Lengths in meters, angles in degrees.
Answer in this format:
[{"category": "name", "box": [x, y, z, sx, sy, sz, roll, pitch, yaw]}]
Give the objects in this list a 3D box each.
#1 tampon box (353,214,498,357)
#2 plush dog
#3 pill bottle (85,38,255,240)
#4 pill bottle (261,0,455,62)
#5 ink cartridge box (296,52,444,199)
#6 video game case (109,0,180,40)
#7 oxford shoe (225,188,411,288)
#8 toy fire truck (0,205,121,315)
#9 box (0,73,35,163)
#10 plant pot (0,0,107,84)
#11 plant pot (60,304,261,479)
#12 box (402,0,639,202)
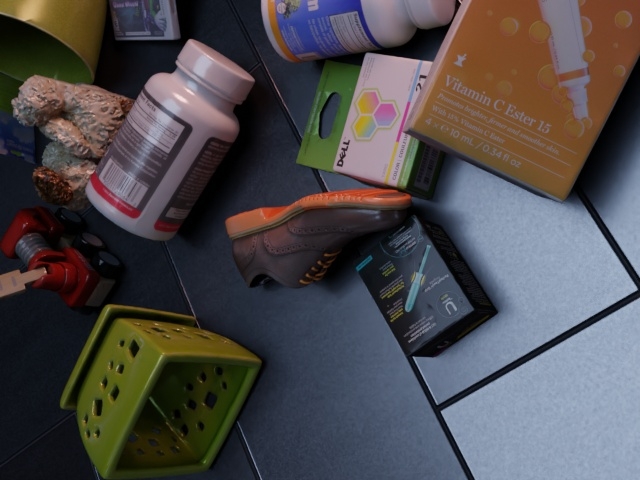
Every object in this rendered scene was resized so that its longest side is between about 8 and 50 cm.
[{"category": "tampon box", "box": [0.148, 0.068, 1.177, 0.120, 0.101, 0.161, -38, 66, 21]}, {"category": "plush dog", "box": [-0.429, -0.164, 1.517, 0.211, 0.262, 0.225, 18, 99, 8]}, {"category": "pill bottle", "box": [-0.249, -0.172, 1.414, 0.176, 0.176, 0.318, 42, 105, 29]}, {"category": "pill bottle", "box": [0.059, -0.364, 1.266, 0.272, 0.152, 0.152, -2, 82, 32]}, {"category": "ink cartridge box", "box": [0.066, -0.185, 1.269, 0.255, 0.097, 0.188, 17, 92, 31]}, {"category": "video game case", "box": [-0.337, -0.461, 1.543, 0.190, 0.022, 0.173, 12, 115, 42]}, {"category": "oxford shoe", "box": [0.000, 0.000, 1.256, 0.364, 0.130, 0.132, -12, 87, 49]}, {"category": "toy fire truck", "box": [-0.531, 0.042, 1.515, 0.217, 0.246, 0.158, 43, 105, 29]}, {"category": "box", "box": [-0.642, -0.248, 1.707, 0.042, 0.109, 0.178, -13, 76, 26]}, {"category": "plant pot", "box": [-0.525, -0.485, 1.603, 0.275, 0.275, 0.293, 4, 69, 32]}, {"category": "plant pot", "box": [-0.271, 0.231, 1.347, 0.207, 0.228, 0.227, 33, 101, 38]}, {"category": "box", "box": [0.276, -0.251, 1.059, 0.215, 0.168, 0.345, 25, 97, -1]}]
